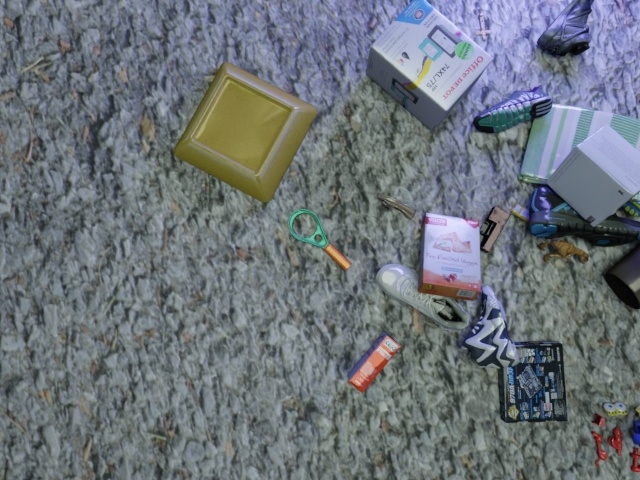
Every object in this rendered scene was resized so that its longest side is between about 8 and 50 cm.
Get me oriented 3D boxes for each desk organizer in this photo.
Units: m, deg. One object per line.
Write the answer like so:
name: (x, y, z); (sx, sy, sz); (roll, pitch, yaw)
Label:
desk organizer: (0.495, -0.032, 1.467); (0.050, 0.047, 0.130); (30, 87, 5)

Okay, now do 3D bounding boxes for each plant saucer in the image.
plant saucer: (-0.226, -0.329, 1.485); (0.333, 0.081, 0.332); (28, 87, 2)

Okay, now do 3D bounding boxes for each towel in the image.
towel: (0.763, -0.254, 1.445); (0.325, 0.038, 0.247); (15, 86, 18)

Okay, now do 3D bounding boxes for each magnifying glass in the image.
magnifying glass: (0.000, 0.000, 1.485); (0.231, 0.026, 0.092); (44, 88, 3)

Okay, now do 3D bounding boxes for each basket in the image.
basket: (0.934, 0.078, 1.402); (0.227, 0.154, 0.204); (-36, 108, 4)

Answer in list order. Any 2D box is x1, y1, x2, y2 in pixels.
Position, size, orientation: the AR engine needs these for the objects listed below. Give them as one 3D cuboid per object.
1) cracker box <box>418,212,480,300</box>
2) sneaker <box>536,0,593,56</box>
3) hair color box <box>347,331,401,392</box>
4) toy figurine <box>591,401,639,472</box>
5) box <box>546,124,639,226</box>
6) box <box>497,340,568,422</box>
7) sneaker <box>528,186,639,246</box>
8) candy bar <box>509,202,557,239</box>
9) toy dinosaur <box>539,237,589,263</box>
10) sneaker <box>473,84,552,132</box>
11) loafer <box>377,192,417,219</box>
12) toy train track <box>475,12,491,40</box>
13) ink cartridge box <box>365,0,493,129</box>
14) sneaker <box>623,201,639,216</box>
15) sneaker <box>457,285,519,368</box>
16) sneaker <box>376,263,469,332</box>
cracker box: (0.359, 0.042, 1.406); (0.156, 0.067, 0.232); (8, 57, 2)
sneaker: (0.760, -0.636, 1.484); (0.130, 0.087, 0.227); (40, 91, 1)
hair color box: (0.150, 0.341, 1.426); (0.053, 0.093, 0.167); (39, 88, 2)
toy figurine: (0.949, 0.562, 1.334); (0.363, 0.217, 0.191); (7, 86, 2)
box: (0.726, -0.164, 1.311); (0.119, 0.181, 0.182); (-34, 72, -16)
box: (0.599, 0.401, 1.433); (0.175, 0.051, 0.220); (-3, 86, 1)
sneaker: (0.759, -0.071, 1.427); (0.341, 0.125, 0.139); (10, 67, -6)
candy bar: (0.631, -0.055, 1.480); (0.162, 0.018, 0.040); (32, 84, 3)
toy dinosaur: (0.674, 0.017, 1.423); (0.212, 0.112, 0.064); (17, 64, -33)
sneaker: (0.556, -0.389, 1.490); (0.224, 0.083, 0.098); (-14, 52, 8)
loafer: (0.221, -0.101, 1.480); (0.125, 0.045, 0.039); (22, 94, 0)
toy train track: (0.492, -0.648, 1.524); (0.048, 0.014, 0.083); (-6, 86, 1)
ink cartridge box: (0.298, -0.490, 1.425); (0.270, 0.197, 0.198); (41, 88, 3)
sneaker: (0.880, -0.150, 1.465); (0.078, 0.067, 0.188); (-33, 76, -33)
sneaker: (0.448, 0.253, 1.424); (0.153, 0.094, 0.234); (-21, 66, 21)
sneaker: (0.293, 0.158, 1.424); (0.292, 0.118, 0.110); (31, 89, 4)
